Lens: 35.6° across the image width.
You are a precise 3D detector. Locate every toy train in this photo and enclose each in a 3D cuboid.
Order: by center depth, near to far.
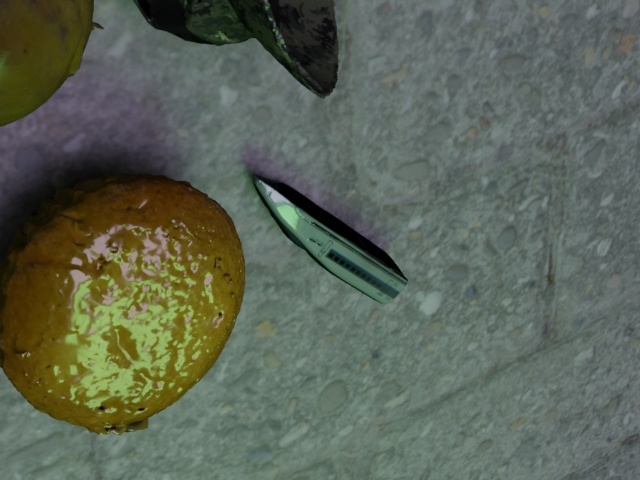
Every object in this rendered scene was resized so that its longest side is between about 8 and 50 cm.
[{"bbox_3d":[0.000,-0.001,1.038,0.048,0.055,0.252,-46,136,10],"label":"toy train"}]

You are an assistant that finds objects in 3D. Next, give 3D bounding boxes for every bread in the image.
[{"bbox_3d":[-0.175,0.044,0.866,0.240,0.139,0.240,-20,129,-27],"label":"bread"}]

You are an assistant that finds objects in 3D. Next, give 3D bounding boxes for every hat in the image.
[{"bbox_3d":[-0.078,-0.219,0.760,0.128,0.265,0.265,-10,135,15],"label":"hat"}]

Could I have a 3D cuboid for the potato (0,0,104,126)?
[{"bbox_3d":[-0.234,-0.173,0.594,0.229,0.266,0.229,-19,131,-24],"label":"potato"}]
